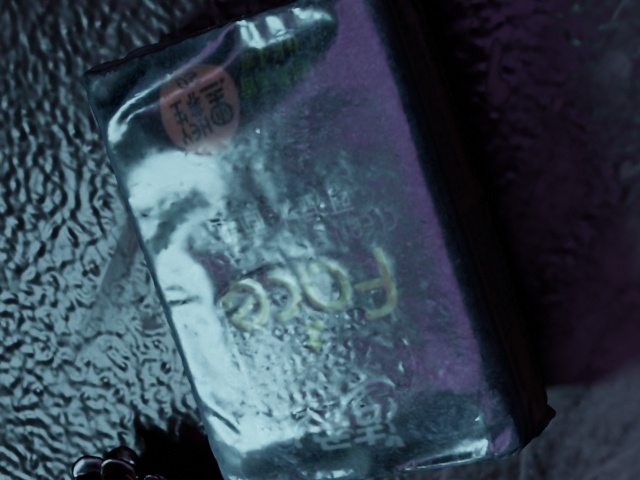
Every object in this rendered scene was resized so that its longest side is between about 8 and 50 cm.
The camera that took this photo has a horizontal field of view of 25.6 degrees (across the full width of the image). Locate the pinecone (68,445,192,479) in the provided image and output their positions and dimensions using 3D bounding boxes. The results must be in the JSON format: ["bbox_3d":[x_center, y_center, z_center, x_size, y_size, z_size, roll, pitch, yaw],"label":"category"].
[{"bbox_3d":[-0.150,0.228,1.070,0.140,0.121,0.140,4,106,14],"label":"pinecone"}]

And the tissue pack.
[{"bbox_3d":[0.000,0.000,0.933,0.228,0.103,0.315,-14,101,29],"label":"tissue pack"}]
